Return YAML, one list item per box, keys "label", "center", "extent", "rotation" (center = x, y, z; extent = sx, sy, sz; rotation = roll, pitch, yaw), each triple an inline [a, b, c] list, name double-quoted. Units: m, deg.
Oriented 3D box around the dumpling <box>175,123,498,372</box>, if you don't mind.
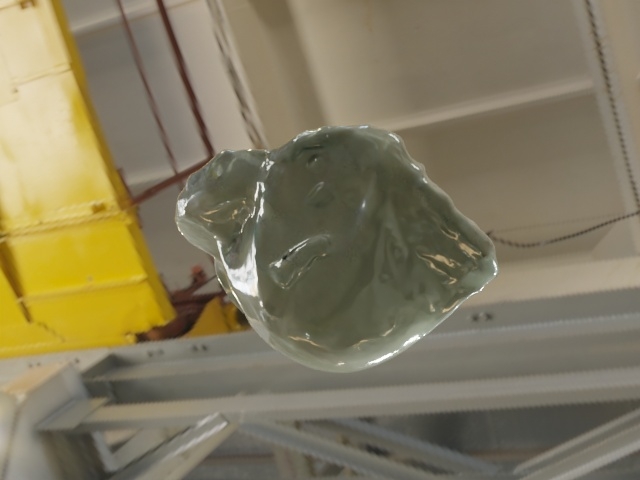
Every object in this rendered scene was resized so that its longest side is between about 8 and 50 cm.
- label: "dumpling"
  center: [0.000, 0.000, 0.667]
  extent: [0.151, 0.124, 0.229]
  rotation: [46, -38, -16]
